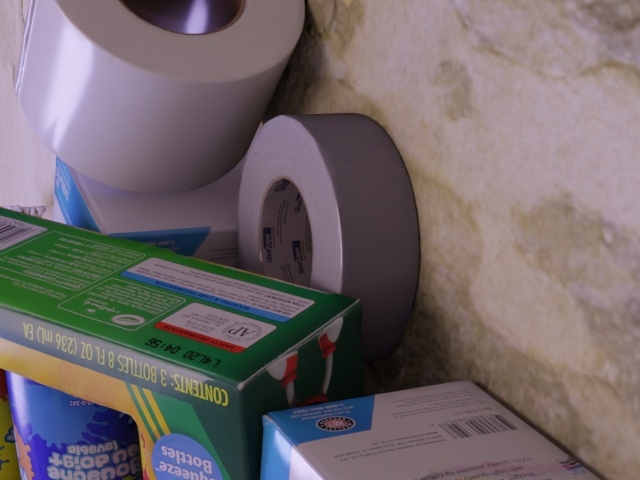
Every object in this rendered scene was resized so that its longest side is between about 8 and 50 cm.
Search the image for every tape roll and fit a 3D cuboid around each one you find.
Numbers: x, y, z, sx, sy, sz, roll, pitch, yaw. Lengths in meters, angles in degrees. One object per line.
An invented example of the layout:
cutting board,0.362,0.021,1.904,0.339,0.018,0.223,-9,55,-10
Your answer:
tape roll,0.000,0.000,0.991,0.219,0.072,0.219,175,90,-65
tape roll,-0.154,-0.189,1.086,0.169,0.246,0.246,120,138,-51

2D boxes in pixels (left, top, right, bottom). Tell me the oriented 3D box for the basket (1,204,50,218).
basket,-0.507,-0.005,2.015,0.167,0.103,0.113,177,88,-65

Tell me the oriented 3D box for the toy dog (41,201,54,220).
toy dog,-0.360,0.110,1.585,0.220,0.161,0.334,3,97,40

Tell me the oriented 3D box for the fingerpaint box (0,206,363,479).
fingerpaint box,-0.186,0.196,0.998,0.444,0.163,0.371,14,118,32

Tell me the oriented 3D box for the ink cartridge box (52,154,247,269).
ink cartridge box,-0.168,0.055,1.204,0.197,0.198,0.270,52,138,49

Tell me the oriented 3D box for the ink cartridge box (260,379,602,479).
ink cartridge box,0.080,0.221,0.739,0.232,0.171,0.168,-144,54,-59
